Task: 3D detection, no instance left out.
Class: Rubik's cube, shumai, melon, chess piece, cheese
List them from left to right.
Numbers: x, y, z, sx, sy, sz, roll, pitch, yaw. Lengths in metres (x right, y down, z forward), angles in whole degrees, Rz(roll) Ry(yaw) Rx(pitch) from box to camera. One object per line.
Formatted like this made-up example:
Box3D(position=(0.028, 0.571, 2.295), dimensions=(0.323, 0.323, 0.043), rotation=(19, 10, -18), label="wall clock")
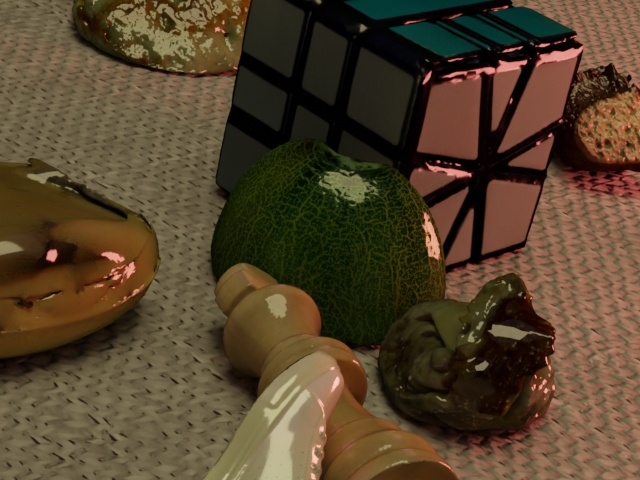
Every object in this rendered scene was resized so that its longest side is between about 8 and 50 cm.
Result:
Box3D(position=(-0.319, 0.021, 1.663), dimensions=(0.259, 0.128, 0.316), rotation=(17, 20, 24), label="cheese")
Box3D(position=(-0.009, 0.138, 1.595), dimensions=(0.117, 0.117, 0.397), rotation=(-1, 28, -25), label="chess piece")
Box3D(position=(0.000, 0.000, 1.788), dimensions=(0.265, 0.169, 0.129), rotation=(19, 29, 14), label="melon")
Box3D(position=(0.085, -0.145, 1.977), dimensions=(0.288, 0.293, 0.283), rotation=(-12, 34, -43), label="Rubik's cube")
Box3D(position=(0.147, 0.098, 1.700), dimensions=(0.184, 0.142, 0.184), rotation=(13, 29, -7), label="shumai")

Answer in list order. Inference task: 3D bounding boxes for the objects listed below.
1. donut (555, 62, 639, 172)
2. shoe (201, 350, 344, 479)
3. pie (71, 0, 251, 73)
Box3D(position=(0.364, -0.146, 2.301), dimensions=(0.126, 0.144, 0.187), rotation=(-6, 63, -22), label="donut")
Box3D(position=(-0.037, 0.210, 1.406), dimensions=(0.110, 0.095, 0.265), rotation=(31, 60, 17), label="shoe")
Box3D(position=(-0.207, -0.313, 2.383), dimensions=(0.274, 0.105, 0.257), rotation=(8, 42, -5), label="pie")
